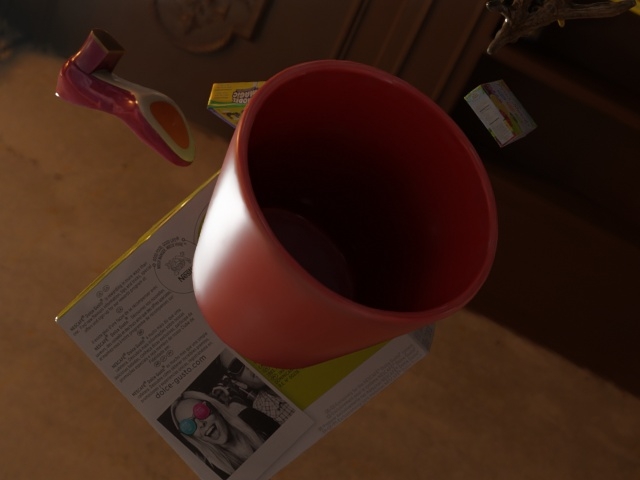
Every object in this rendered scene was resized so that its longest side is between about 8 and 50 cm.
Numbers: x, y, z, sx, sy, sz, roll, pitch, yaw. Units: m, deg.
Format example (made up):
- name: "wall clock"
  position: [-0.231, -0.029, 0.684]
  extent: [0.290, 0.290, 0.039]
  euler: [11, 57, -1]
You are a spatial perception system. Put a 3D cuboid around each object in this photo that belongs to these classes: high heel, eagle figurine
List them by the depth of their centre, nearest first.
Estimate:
- name: "eagle figurine"
  position: [0.280, -0.373, 1.341]
  extent: [0.226, 0.225, 0.298]
  euler: [13, -122, 3]
- name: "high heel"
  position: [-0.265, -0.163, 1.409]
  extent: [0.244, 0.117, 0.082]
  euler: [48, -152, 13]

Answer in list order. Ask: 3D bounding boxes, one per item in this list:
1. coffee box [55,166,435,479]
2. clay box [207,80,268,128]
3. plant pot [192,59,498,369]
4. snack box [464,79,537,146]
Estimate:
- name: "coffee box"
  position: [-0.075, 0.072, 1.417]
  extent: [0.334, 0.338, 0.337]
  euler: [48, -163, -5]
- name: "clay box"
  position: [-0.063, -0.216, 1.757]
  extent: [0.222, 0.053, 0.127]
  euler: [5, 163, 36]
- name: "plant pot"
  position: [0.000, 0.000, 1.058]
  extent: [0.275, 0.243, 0.275]
  euler: [13, -121, -22]
- name: "snack box"
  position: [0.293, -0.208, 1.706]
  extent: [0.100, 0.037, 0.141]
  euler: [55, -154, 5]
